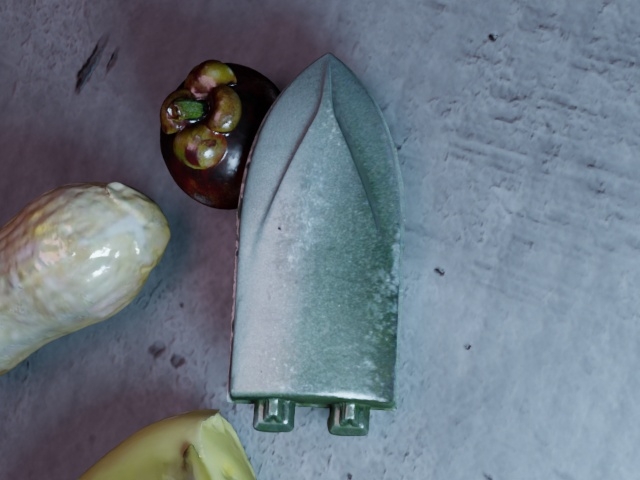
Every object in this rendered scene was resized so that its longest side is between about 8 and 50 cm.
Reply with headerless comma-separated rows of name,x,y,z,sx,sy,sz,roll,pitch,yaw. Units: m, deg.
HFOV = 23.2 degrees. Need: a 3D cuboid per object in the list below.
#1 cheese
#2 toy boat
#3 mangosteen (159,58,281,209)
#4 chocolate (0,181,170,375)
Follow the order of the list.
cheese,-0.160,0.317,1.337,0.316,0.128,0.260,-37,55,16
toy boat,0.000,0.000,1.291,0.141,0.092,0.320,3,82,1
mangosteen,-0.088,-0.095,1.353,0.140,0.140,0.140,-7,77,33
chocolate,-0.275,0.041,1.457,0.309,0.134,0.134,-27,67,26
